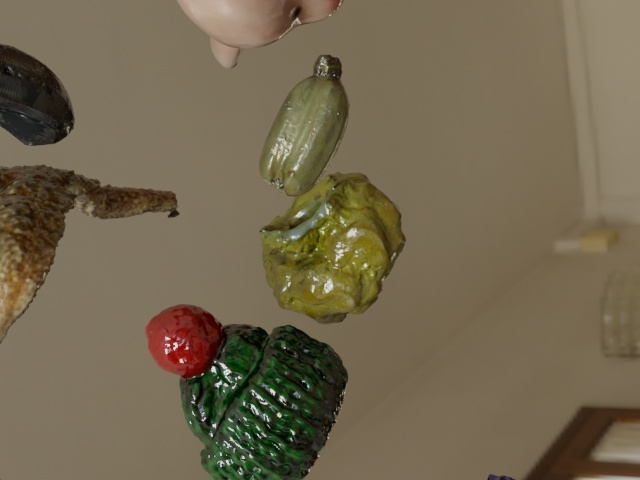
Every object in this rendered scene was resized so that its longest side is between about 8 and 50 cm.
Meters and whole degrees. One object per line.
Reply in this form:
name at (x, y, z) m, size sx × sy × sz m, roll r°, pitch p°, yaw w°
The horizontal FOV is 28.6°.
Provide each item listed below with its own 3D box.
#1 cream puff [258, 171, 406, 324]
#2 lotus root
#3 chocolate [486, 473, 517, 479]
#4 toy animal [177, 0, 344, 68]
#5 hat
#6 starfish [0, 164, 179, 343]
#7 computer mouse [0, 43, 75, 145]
cream puff at (-0.001, -0.001, 2.079) m, size 0.185 × 0.282 × 0.281 m, roll 20°, pitch -110°, yaw -38°
lotus root at (-0.013, -0.143, 1.571) m, size 0.183 × 0.090 × 0.077 m, roll -68°, pitch -19°, yaw 4°
chocolate at (0.252, 0.360, 1.638) m, size 0.343 × 0.148 × 0.126 m, roll 26°, pitch -97°, yaw -39°
toy animal at (-0.036, -0.274, 1.020) m, size 0.165 × 0.149 × 0.248 m, roll 41°, pitch -112°, yaw -41°
hat at (-0.142, 0.231, 1.986) m, size 0.332 × 0.242 × 0.274 m, roll 35°, pitch -131°, yaw -7°
starfish at (-0.339, -0.010, 1.262) m, size 0.398 × 0.384 × 0.132 m, roll -108°, pitch 15°, yaw -70°
computer mouse at (-0.279, -0.141, 1.171) m, size 0.135 × 0.047 × 0.079 m, roll 32°, pitch -136°, yaw -36°
